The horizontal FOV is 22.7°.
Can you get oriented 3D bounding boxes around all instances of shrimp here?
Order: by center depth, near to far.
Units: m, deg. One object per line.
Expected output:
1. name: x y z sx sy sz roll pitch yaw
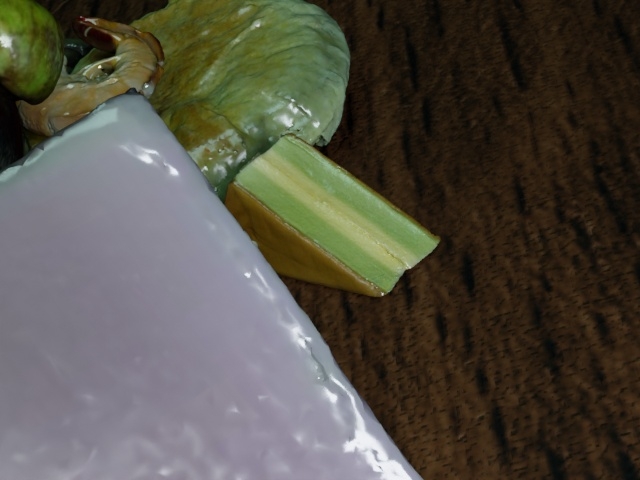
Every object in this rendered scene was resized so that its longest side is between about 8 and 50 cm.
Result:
1. shrimp: -0.205 -0.149 1.290 0.133 0.053 0.236 -35 38 -9

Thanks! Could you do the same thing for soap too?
1. soap: -0.132 0.113 0.784 0.296 0.285 0.107 -32 -4 -22

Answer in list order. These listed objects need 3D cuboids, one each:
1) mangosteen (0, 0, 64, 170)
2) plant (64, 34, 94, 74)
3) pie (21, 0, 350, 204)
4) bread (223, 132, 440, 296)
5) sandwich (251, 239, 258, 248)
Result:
1. mangosteen: -0.337 -0.112 1.127 0.359 0.306 0.306 -56 37 2
2. plant: -0.289 -0.160 1.453 0.174 0.087 0.085 0 73 22
3. pie: -0.109 -0.108 1.282 0.306 0.071 0.306 -17 34 12
4. bread: 0.004 0.003 1.114 0.139 0.084 0.074 35 55 16
5. sandwich: -0.179 0.039 0.988 0.301 0.162 0.250 -12 -7 -24
